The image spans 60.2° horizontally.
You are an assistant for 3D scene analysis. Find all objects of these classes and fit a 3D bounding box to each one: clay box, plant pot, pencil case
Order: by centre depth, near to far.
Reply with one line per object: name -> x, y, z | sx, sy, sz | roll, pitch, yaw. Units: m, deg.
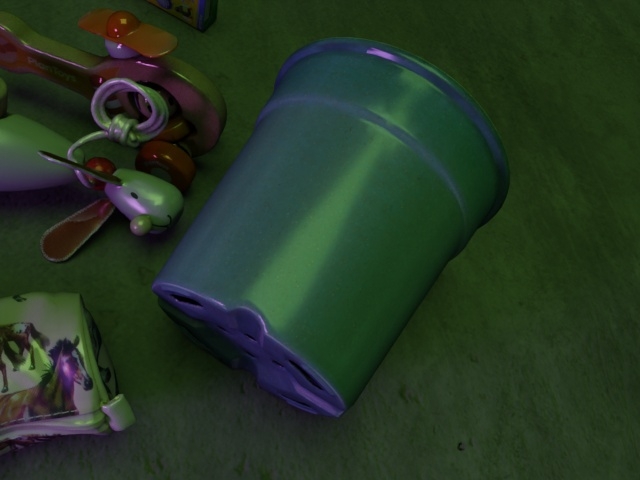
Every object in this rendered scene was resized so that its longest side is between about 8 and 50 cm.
pencil case -> -0.402, 0.163, 0.527 | 0.410, 0.160, 0.183 | -10, 47, -22
plant pot -> 0.000, 0.000, 0.665 | 0.341, 0.341, 0.334 | 33, 65, 4
clay box -> -0.283, -0.476, 0.961 | 0.222, 0.127, 0.053 | 29, 57, 2

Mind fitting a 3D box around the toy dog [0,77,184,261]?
toy dog -> -0.351, -0.078, 0.672 | 0.334, 0.220, 0.161 | 7, 41, 4

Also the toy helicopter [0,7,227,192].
toy helicopter -> -0.297, -0.227, 0.745 | 0.355, 0.235, 0.140 | 22, 57, -3
